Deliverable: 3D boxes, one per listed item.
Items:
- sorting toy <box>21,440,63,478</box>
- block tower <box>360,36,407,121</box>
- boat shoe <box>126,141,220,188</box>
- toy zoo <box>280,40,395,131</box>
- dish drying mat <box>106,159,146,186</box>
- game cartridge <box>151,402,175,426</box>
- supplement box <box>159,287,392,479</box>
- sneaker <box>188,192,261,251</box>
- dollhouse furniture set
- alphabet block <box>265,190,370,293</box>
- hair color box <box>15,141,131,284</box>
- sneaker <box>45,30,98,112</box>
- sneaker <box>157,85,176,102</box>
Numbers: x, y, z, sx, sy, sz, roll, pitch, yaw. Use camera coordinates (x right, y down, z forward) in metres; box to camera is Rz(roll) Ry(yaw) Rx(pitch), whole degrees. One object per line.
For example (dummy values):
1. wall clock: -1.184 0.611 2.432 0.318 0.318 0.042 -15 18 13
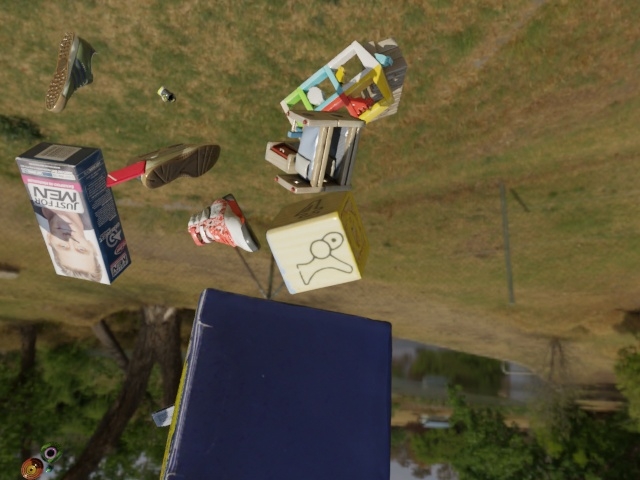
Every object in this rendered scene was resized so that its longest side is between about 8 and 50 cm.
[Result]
1. sorting toy: -0.678 0.542 1.371 0.061 0.102 0.042 48 156 -3
2. block tower: 0.168 -0.434 1.545 0.097 0.091 0.335 -19 171 1
3. boat shoe: -0.412 -0.234 1.606 0.098 0.302 0.109 34 128 19
4. toy zoo: 0.054 -0.354 1.378 0.293 0.193 0.030 -34 158 19
5. dish drying mat: -0.358 -0.124 1.033 0.083 0.032 0.008 -16 145 16
6. game cartridge: -0.453 0.521 1.668 0.083 0.056 0.017 -20 -160 -7
7. supplement box: -0.073 0.225 0.635 0.195 0.194 0.357 12 149 -11
8. sneaker: -0.250 -0.018 1.424 0.144 0.270 0.090 -30 125 -5
9. dollhouse furniture set: -0.036 -0.179 1.011 0.128 0.130 0.183 -7 -151 -37
10. alphabet block: 0.000 0.000 1.443 0.197 0.193 0.193 -13 -157 18
11. hair color box: -0.615 -0.064 1.419 0.173 0.105 0.348 9 126 16
12. sneaker: -0.566 -0.376 1.297 0.064 0.192 0.086 5 171 32
13. sneaker: -0.387 -0.366 1.435 0.035 0.031 0.083 40 -176 7
